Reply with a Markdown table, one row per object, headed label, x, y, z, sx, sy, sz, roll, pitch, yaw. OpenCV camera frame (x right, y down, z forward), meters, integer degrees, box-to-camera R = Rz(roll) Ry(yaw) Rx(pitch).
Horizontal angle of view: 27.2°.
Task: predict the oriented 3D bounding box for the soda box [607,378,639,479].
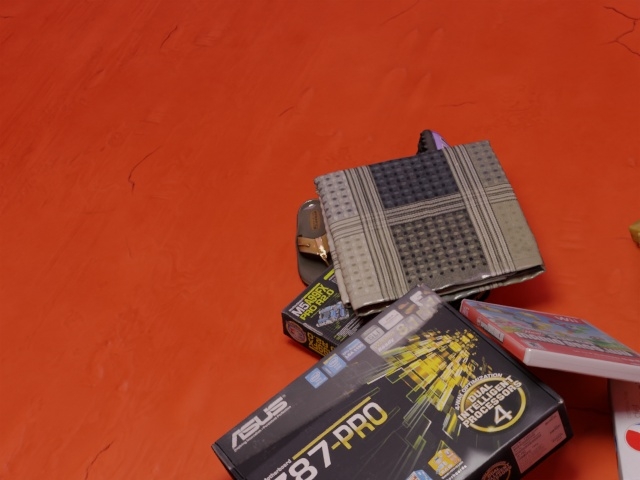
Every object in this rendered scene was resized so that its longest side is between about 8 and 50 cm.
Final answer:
| label | x | y | z | sx | sy | sz | roll | pitch | yaw |
| --- | --- | --- | --- | --- | --- | --- | --- | --- | --- |
| soda box | 0.442 | 0.265 | 1.822 | 0.073 | 0.069 | 0.216 | -5 | 41 | 8 |

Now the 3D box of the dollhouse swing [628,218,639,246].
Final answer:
| label | x | y | z | sx | sy | sz | roll | pitch | yaw |
| --- | --- | --- | --- | --- | --- | --- | --- | --- | --- |
| dollhouse swing | 0.676 | 0.044 | 1.996 | 0.346 | 0.305 | 0.315 | -22 | 81 | -1 |

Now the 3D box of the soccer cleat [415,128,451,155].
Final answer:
| label | x | y | z | sx | sy | sz | roll | pitch | yaw |
| --- | --- | --- | --- | --- | --- | --- | --- | --- | --- |
| soccer cleat | 0.245 | -0.075 | 2.236 | 0.116 | 0.109 | 0.318 | -7 | 42 | -12 |

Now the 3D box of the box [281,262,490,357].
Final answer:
| label | x | y | z | sx | sy | sz | roll | pitch | yaw |
| --- | --- | --- | --- | --- | --- | --- | --- | --- | --- |
| box | 0.106 | 0.097 | 2.080 | 0.216 | 0.060 | 0.270 | 28 | 55 | 29 |

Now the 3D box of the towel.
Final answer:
| label | x | y | z | sx | sy | sz | roll | pitch | yaw |
| --- | --- | --- | --- | --- | --- | --- | --- | --- | --- |
| towel | 0.165 | -0.018 | 2.097 | 0.312 | 0.056 | 0.324 | -12 | 45 | -2 |

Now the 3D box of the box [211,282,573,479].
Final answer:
| label | x | y | z | sx | sy | sz | roll | pitch | yaw |
| --- | --- | --- | --- | --- | --- | --- | --- | --- | --- |
| box | 0.094 | 0.273 | 1.805 | 0.395 | 0.097 | 0.318 | -36 | 42 | -12 |

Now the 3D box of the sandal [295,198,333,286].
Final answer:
| label | x | y | z | sx | sy | sz | roll | pitch | yaw |
| --- | --- | --- | --- | --- | --- | --- | --- | --- | --- |
| sandal | 0.000 | 0.000 | 2.227 | 0.090 | 0.060 | 0.219 | -9 | 47 | 3 |

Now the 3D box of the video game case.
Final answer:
| label | x | y | z | sx | sy | sz | roll | pitch | yaw |
| --- | --- | --- | --- | --- | --- | --- | --- | --- | --- |
| video game case | 0.334 | 0.141 | 1.863 | 0.204 | 0.025 | 0.285 | 10 | 8 | -14 |
